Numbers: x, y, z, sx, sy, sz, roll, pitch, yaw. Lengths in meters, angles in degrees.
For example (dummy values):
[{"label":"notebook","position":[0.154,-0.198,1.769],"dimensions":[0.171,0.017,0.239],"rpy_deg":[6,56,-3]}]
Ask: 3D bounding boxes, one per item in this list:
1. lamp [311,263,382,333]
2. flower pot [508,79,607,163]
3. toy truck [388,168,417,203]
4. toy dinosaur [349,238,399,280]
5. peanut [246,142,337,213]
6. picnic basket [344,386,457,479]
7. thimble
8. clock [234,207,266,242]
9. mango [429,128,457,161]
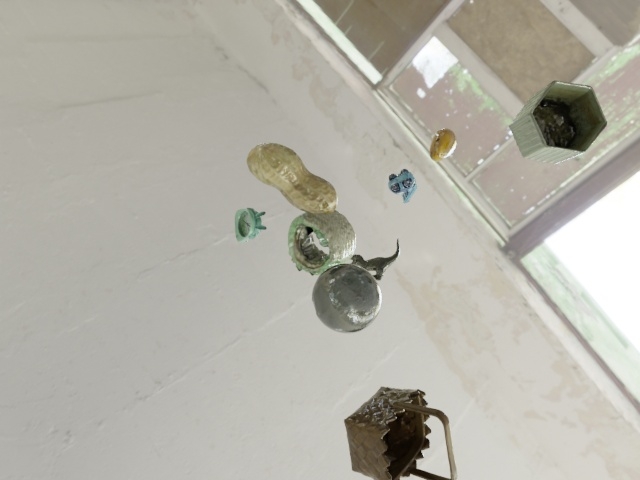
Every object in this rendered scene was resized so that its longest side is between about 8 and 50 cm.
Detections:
[{"label":"lamp","position":[0.041,0.149,1.378],"dimensions":[0.182,0.182,0.314],"rpy_deg":[32,169,-22]},{"label":"flower pot","position":[0.745,-0.370,1.607],"dimensions":[0.189,0.209,0.239],"rpy_deg":[142,105,-89]},{"label":"toy truck","position":[0.229,-0.144,1.380],"dimensions":[0.090,0.073,0.056],"rpy_deg":[50,-154,-43]},{"label":"toy dinosaur","position":[0.209,0.060,1.940],"dimensions":[0.187,0.179,0.087],"rpy_deg":[15,-179,-4]},{"label":"peanut","position":[-0.076,-0.180,1.466],"dimensions":[0.298,0.136,0.120],"rpy_deg":[37,-124,-5]},{"label":"picnic basket","position":[0.269,0.623,1.603],"dimensions":[0.291,0.321,0.254],"rpy_deg":[-24,-72,-48]},{"label":"thimble","position":[0.000,0.000,1.636],"dimensions":[0.219,0.219,0.150],"rpy_deg":[50,-146,8]},{"label":"clock","position":[-0.213,-0.049,1.531],"dimensions":[0.041,0.135,0.101],"rpy_deg":[2,-97,-38]},{"label":"mango","position":[0.437,-0.343,1.813],"dimensions":[0.090,0.115,0.178],"rpy_deg":[26,-158,13]}]
